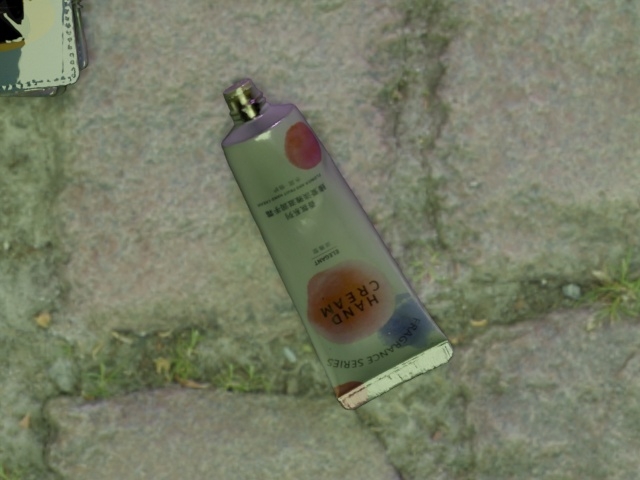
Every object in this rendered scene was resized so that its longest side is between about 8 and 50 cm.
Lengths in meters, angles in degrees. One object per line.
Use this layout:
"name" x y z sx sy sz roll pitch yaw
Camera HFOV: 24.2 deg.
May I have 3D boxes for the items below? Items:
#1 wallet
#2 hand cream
"wallet" -0.299 -0.246 1.365 0.170 0.069 0.231 -2 100 4
"hand cream" 0.000 0.000 1.420 0.124 0.078 0.340 -28 105 3
